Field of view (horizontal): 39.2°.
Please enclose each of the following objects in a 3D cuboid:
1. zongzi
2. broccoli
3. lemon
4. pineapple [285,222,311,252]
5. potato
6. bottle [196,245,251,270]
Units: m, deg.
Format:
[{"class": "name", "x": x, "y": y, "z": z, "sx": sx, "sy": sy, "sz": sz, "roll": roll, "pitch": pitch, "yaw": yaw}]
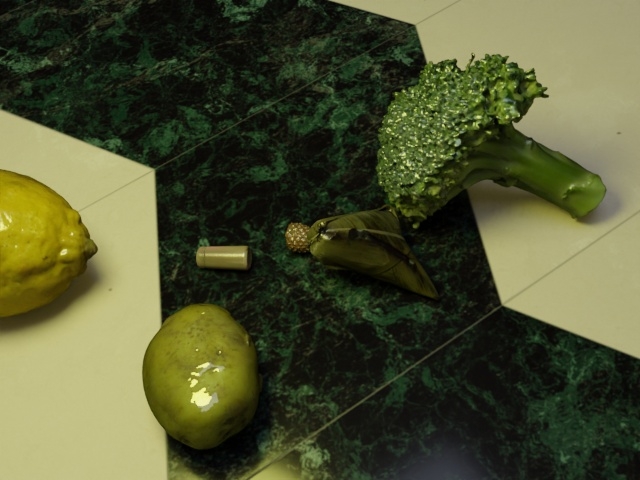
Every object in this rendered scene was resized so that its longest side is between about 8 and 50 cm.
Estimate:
[{"class": "zongzi", "x": 0.086, "y": 0.041, "z": 1.542, "sx": 0.205, "sy": 0.094, "sz": 0.204, "roll": -10, "pitch": 60, "yaw": -46}, {"class": "broccoli", "x": 0.278, "y": -0.136, "z": 1.613, "sx": 0.353, "sy": 0.397, "sz": 0.274, "roll": 13, "pitch": 82, "yaw": 46}, {"class": "lemon", "x": -0.577, "y": 0.007, "z": 1.580, "sx": 0.316, "sy": 0.285, "sz": 0.285, "roll": 37, "pitch": 63, "yaw": 2}, {"class": "pineapple", "x": 0.000, "y": 0.000, "z": 1.641, "sx": 0.124, "sy": 0.058, "sz": 0.058, "roll": 7, "pitch": 55, "yaw": 12}, {"class": "potato", "x": -0.189, "y": 0.217, "z": 1.450, "sx": 0.197, "sy": 0.148, "sz": 0.228, "roll": -42, "pitch": 58, "yaw": -6}, {"class": "bottle", "x": -0.177, "y": 0.031, "z": 1.646, "sx": 0.097, "sy": 0.045, "sz": 0.045, "roll": 2, "pitch": 55, "yaw": 9}]
